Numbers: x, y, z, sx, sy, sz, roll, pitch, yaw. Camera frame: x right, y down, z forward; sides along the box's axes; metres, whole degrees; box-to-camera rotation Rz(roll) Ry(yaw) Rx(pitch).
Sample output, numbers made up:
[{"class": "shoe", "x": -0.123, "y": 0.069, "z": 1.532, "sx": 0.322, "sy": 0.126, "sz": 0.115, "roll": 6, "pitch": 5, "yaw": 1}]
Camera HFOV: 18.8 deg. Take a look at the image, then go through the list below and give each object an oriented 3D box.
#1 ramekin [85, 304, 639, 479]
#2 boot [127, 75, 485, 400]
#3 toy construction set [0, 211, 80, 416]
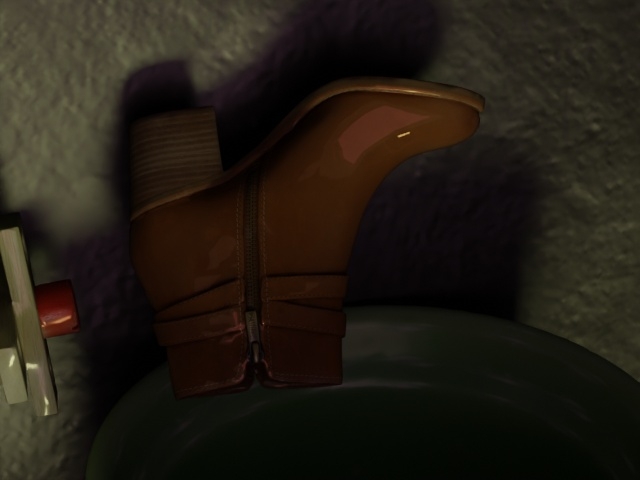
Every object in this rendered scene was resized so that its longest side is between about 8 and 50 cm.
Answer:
[{"class": "ramekin", "x": 0.035, "y": 0.171, "z": 0.998, "sx": 0.303, "sy": 0.303, "sz": 0.148, "roll": -8, "pitch": 119, "yaw": -13}, {"class": "boot", "x": 0.000, "y": 0.000, "z": 1.009, "sx": 0.197, "sy": 0.073, "sz": 0.152, "roll": -10, "pitch": 78, "yaw": 2}, {"class": "toy construction set", "x": -0.277, "y": 0.027, "z": 0.933, "sx": 0.327, "sy": 0.151, "sz": 0.215, "roll": -11, "pitch": 88, "yaw": -20}]
